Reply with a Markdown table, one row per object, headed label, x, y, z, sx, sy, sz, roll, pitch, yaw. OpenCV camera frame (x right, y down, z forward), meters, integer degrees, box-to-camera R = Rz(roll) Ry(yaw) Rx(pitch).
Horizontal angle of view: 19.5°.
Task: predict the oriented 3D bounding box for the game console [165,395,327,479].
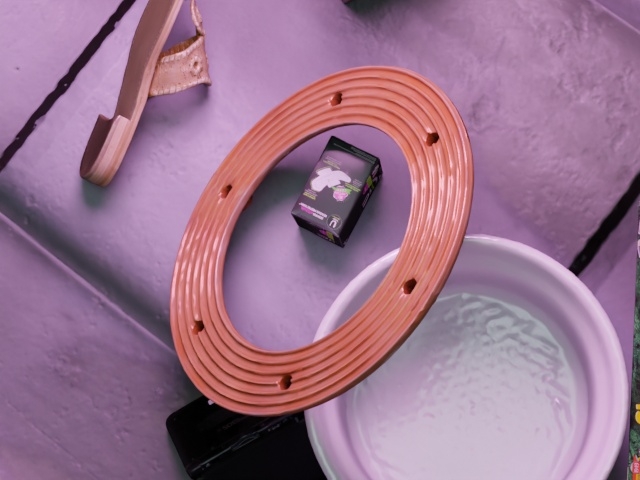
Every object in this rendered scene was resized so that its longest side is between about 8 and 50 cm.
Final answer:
| label | x | y | z | sx | sy | sz | roll | pitch | yaw |
| --- | --- | --- | --- | --- | --- | --- | --- | --- | --- |
| game console | -0.064 | 0.188 | 1.714 | 0.122 | 0.071 | 0.107 | -30 | 49 | -1 |

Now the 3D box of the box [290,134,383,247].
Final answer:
| label | x | y | z | sx | sy | sz | roll | pitch | yaw |
| --- | --- | --- | --- | --- | --- | --- | --- | --- | --- |
| box | 0.016 | -0.044 | 1.721 | 0.052 | 0.062 | 0.083 | 27 | 83 | 10 |

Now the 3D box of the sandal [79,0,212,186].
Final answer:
| label | x | y | z | sx | sy | sz | roll | pitch | yaw |
| --- | --- | --- | --- | --- | --- | --- | --- | --- | --- |
| sandal | -0.144 | -0.153 | 1.761 | 0.079 | 0.088 | 0.240 | 25 | 90 | -23 |

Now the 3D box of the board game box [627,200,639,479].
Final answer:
| label | x | y | z | sx | sy | sz | roll | pitch | yaw |
| --- | --- | --- | --- | --- | --- | --- | --- | --- | --- |
| board game box | 0.305 | 0.104 | 1.635 | 0.030 | 0.136 | 0.260 | -1 | 78 | 29 |

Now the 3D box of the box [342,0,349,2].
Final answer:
| label | x | y | z | sx | sy | sz | roll | pitch | yaw |
| --- | --- | --- | --- | --- | --- | --- | --- | --- | --- |
| box | 0.015 | -0.372 | 1.746 | 0.122 | 0.128 | 0.257 | -26 | 80 | 0 |

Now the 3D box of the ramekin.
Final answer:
| label | x | y | z | sx | sy | sz | roll | pitch | yaw |
| --- | --- | --- | --- | --- | --- | --- | --- | --- | --- |
| ramekin | 0.128 | 0.141 | 1.643 | 0.277 | 0.135 | 0.277 | -1 | 80 | 5 |

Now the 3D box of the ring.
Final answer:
| label | x | y | z | sx | sy | sz | roll | pitch | yaw |
| --- | --- | --- | --- | --- | --- | --- | --- | --- | --- |
| ring | 0.000 | 0.000 | 1.624 | 0.336 | 0.032 | 0.337 | -25 | 50 | 33 |
